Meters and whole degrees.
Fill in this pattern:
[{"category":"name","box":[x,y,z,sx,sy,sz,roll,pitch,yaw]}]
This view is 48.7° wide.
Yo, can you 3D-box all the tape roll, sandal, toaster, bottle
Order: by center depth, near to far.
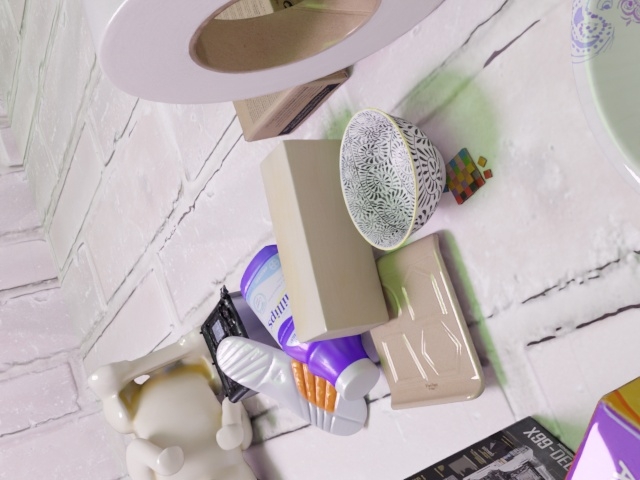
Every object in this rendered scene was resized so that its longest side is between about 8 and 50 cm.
[{"category":"tape roll","box":[-0.045,-0.252,0.730,0.392,0.392,0.072,-26,79,57]},{"category":"bottle","box":[-0.017,0.125,1.090,0.283,0.092,0.118,47,112,38]},{"category":"sandal","box":[-0.038,0.216,1.147,0.265,0.076,0.102,25,108,12]},{"category":"toaster","box":[-0.127,0.180,1.274,0.168,0.110,0.185,63,146,18]}]

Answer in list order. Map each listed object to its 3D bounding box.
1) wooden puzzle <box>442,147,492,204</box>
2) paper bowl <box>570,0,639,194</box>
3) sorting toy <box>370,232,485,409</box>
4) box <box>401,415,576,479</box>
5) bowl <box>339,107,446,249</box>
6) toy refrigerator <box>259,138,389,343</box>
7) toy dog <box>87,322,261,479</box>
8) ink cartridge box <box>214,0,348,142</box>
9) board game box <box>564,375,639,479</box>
[{"category":"wooden puzzle","box":[0.166,-0.075,0.827,0.049,0.006,0.083,64,146,18]},{"category":"paper bowl","box":[0.316,-0.143,0.441,0.284,0.148,0.284,28,125,49]},{"category":"sorting toy","box":[0.128,0.112,0.934,0.193,0.038,0.208,-30,72,56]},{"category":"box","box":[0.225,0.325,0.671,0.307,0.243,0.076,39,132,42]},{"category":"bowl","box":[0.098,-0.079,0.854,0.170,0.080,0.170,36,132,54]},{"category":"toy refrigerator","box":[0.000,0.000,0.988,0.094,0.102,0.269,-34,65,56]},{"category":"toy dog","box":[-0.281,0.449,1.460,0.408,0.285,0.395,58,144,23]},{"category":"ink cartridge box","box":[-0.074,-0.292,1.037,0.193,0.088,0.234,-31,76,58]},{"category":"board game box","box":[0.339,0.264,0.367,0.356,0.356,0.356,40,133,43]}]
